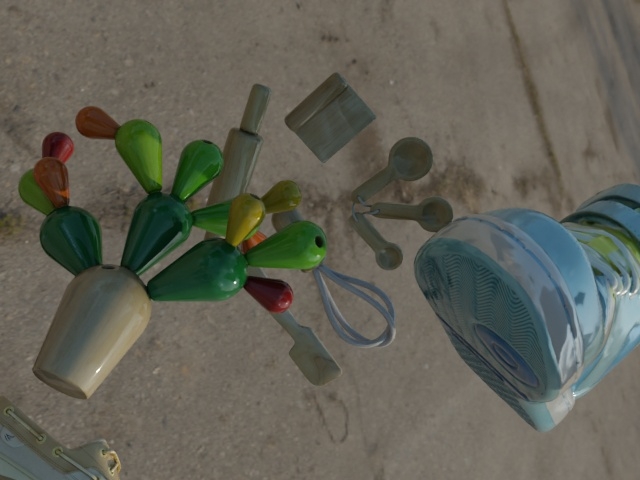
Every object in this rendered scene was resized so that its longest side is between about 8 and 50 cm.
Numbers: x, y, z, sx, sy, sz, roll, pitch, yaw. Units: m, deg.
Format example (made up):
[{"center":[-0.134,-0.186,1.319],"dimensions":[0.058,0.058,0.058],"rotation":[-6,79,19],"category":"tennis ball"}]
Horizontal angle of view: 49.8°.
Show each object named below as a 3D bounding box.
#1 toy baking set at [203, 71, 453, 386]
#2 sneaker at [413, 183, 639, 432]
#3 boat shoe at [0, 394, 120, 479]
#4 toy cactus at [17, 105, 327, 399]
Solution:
[{"center":[-0.006,-0.004,0.573],"dimensions":[0.030,0.196,0.256],"rotation":[-54,170,-74],"category":"toy baking set"},{"center":[0.186,0.013,0.485],"dimensions":[0.127,0.208,0.319],"rotation":[46,-3,26],"category":"sneaker"},{"center":[-0.170,0.164,0.483],"dimensions":[0.170,0.063,0.059],"rotation":[31,58,-4],"category":"boat shoe"},{"center":[-0.112,0.012,0.425],"dimensions":[0.112,0.219,0.180],"rotation":[96,16,-57],"category":"toy cactus"}]
